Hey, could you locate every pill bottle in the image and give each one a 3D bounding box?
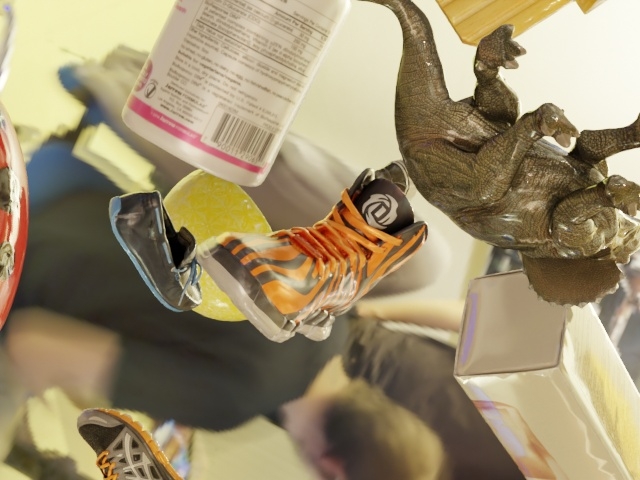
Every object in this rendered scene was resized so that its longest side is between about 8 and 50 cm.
[{"bbox_3d":[-0.068,-0.211,1.101,0.283,0.160,0.160,-62,160,7],"label":"pill bottle"}]

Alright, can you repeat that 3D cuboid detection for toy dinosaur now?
[{"bbox_3d":[0.128,-0.047,0.759,0.160,0.313,0.121,-45,-158,48],"label":"toy dinosaur"}]

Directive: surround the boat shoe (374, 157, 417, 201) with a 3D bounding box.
[{"bbox_3d":[0.066,-0.038,1.575,0.070,0.078,0.219,-19,153,-31],"label":"boat shoe"}]

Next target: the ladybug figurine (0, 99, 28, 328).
[{"bbox_3d":[-0.459,-0.024,1.235,0.305,0.162,0.449,11,77,-41],"label":"ladybug figurine"}]

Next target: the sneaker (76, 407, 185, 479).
[{"bbox_3d":[-0.228,0.293,1.349,0.083,0.215,0.084,-37,166,-38],"label":"sneaker"}]

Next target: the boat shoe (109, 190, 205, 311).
[{"bbox_3d":[-0.218,0.024,1.612,0.258,0.089,0.109,60,12,-57],"label":"boat shoe"}]

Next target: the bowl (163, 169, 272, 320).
[{"bbox_3d":[-0.211,0.034,1.942,0.156,0.289,0.289,-30,143,-31],"label":"bowl"}]

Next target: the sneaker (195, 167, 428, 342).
[{"bbox_3d":[0.000,0.000,1.079,0.180,0.124,0.321,-43,168,7],"label":"sneaker"}]

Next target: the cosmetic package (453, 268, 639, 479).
[{"bbox_3d":[0.280,0.181,1.310,0.296,0.129,0.153,55,38,-36],"label":"cosmetic package"}]

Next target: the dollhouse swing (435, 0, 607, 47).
[{"bbox_3d":[0.320,-0.515,1.706,0.305,0.347,0.315,-29,174,-11],"label":"dollhouse swing"}]
